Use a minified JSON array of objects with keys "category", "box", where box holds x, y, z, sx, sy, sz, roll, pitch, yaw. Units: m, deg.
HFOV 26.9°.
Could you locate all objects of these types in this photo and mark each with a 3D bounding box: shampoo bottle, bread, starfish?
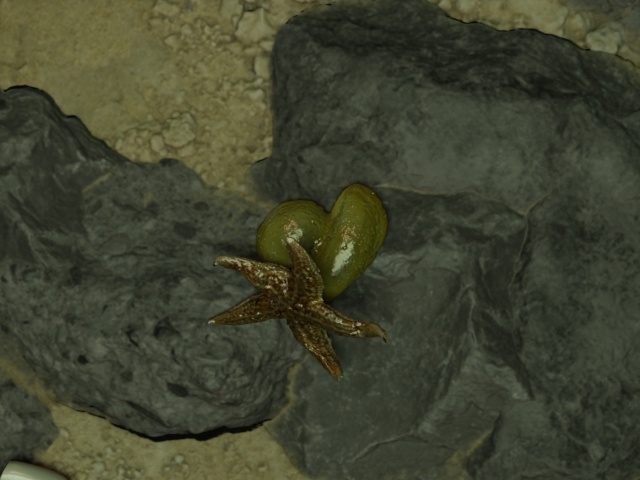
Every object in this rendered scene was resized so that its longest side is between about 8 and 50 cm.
[{"category":"shampoo bottle","box":[-0.378,0.362,1.888,0.152,0.045,0.077,16,107,-2]},{"category":"bread","box":[0.000,0.000,1.779,0.149,0.065,0.187,40,104,-4]},{"category":"starfish","box":[-0.036,0.084,1.757,0.277,0.062,0.235,6,134,34]}]
